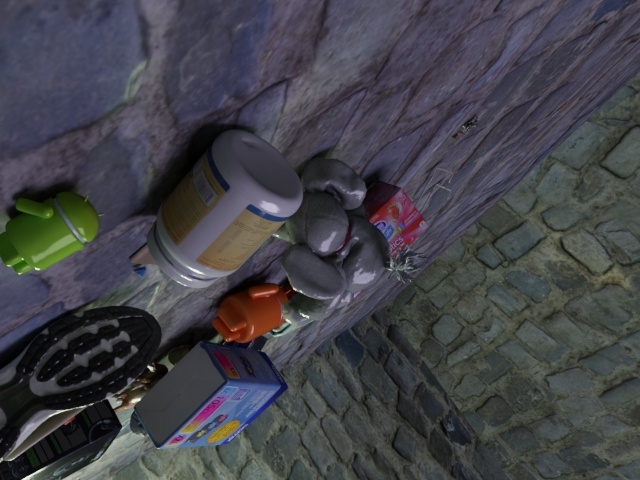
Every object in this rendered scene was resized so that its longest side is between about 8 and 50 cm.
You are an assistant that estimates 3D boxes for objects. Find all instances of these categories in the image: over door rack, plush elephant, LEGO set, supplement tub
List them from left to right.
[{"bbox_3d":[-0.136,-0.040,0.807,0.199,0.144,0.144,-42,164,26],"label":"supplement tub"},{"bbox_3d":[0.000,0.000,1.105,0.330,0.255,0.272,-6,-123,45],"label":"plush elephant"},{"bbox_3d":[0.257,-0.075,1.726,0.324,0.108,0.239,-50,167,2],"label":"over door rack"},{"bbox_3d":[0.370,-0.279,1.458,0.054,0.023,0.083,-26,163,-34],"label":"LEGO set"}]

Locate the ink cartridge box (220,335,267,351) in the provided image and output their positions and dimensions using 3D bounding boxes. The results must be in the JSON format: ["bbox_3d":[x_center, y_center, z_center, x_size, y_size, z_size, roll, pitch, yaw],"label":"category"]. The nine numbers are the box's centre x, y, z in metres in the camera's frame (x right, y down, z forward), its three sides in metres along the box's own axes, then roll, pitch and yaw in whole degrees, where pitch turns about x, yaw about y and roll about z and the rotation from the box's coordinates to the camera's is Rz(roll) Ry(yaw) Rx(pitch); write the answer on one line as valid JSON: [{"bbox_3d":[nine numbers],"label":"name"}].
[{"bbox_3d":[-0.258,0.359,1.855,0.165,0.065,0.333,-59,168,-9],"label":"ink cartridge box"}]

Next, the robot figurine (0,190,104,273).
[{"bbox_3d":[-0.306,-0.011,0.660,0.115,0.067,0.101,-33,157,-11],"label":"robot figurine"}]

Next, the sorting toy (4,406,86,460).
[{"bbox_3d":[-0.534,0.345,1.095,0.196,0.047,0.347,-8,-159,47],"label":"sorting toy"}]

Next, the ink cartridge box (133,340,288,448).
[{"bbox_3d":[-0.275,0.438,1.627,0.270,0.151,0.395,-44,153,7],"label":"ink cartridge box"}]

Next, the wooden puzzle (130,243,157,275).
[{"bbox_3d":[-0.267,0.015,0.950,0.116,0.014,0.078,-37,161,4],"label":"wooden puzzle"}]

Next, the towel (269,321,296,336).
[{"bbox_3d":[0.018,0.187,2.011,0.374,0.090,0.320,-41,164,21],"label":"towel"}]

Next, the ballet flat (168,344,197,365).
[{"bbox_3d":[-0.374,0.333,1.641,0.073,0.080,0.232,-7,161,0],"label":"ballet flat"}]

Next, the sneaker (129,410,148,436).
[{"bbox_3d":[-0.469,0.480,1.847,0.319,0.112,0.131,-36,-170,-11],"label":"sneaker"}]

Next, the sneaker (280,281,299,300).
[{"bbox_3d":[-0.070,0.121,1.649,0.221,0.087,0.128,-46,159,-10],"label":"sneaker"}]

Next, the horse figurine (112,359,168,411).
[{"bbox_3d":[-0.491,0.399,1.556,0.263,0.066,0.174,-39,160,22],"label":"horse figurine"}]

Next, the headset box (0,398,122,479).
[{"bbox_3d":[-0.646,0.488,1.345,0.283,0.131,0.246,-20,158,-46],"label":"headset box"}]

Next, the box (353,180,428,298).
[{"bbox_3d":[0.109,-0.006,1.367,0.257,0.128,0.122,-44,-154,-5],"label":"box"}]

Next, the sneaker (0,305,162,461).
[{"bbox_3d":[-0.474,0.239,1.010,0.410,0.158,0.182,-29,-175,-15],"label":"sneaker"}]

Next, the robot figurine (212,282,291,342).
[{"bbox_3d":[-0.167,0.180,1.477,0.128,0.158,0.219,7,-162,40],"label":"robot figurine"}]
